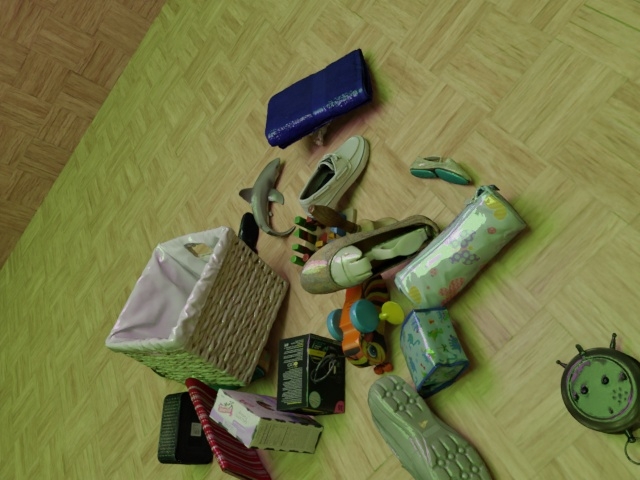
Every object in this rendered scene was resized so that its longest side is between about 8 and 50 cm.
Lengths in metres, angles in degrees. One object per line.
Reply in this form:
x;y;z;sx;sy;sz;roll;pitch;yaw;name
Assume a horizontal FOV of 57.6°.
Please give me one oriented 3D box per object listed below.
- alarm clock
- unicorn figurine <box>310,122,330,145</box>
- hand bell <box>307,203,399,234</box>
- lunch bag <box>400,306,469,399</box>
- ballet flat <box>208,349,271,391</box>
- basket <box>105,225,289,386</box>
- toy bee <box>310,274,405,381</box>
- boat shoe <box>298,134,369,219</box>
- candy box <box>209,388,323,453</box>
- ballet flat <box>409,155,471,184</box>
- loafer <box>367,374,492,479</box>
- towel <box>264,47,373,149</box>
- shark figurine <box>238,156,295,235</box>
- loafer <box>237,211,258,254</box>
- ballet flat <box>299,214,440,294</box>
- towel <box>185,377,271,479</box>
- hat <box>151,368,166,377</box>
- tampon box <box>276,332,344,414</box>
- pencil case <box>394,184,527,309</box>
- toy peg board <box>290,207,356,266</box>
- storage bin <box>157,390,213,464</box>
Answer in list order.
0.451;0.249;0.899;0.129;0.064;0.192;-38;52;28;alarm clock
-0.013;-0.319;1.633;0.162;0.060;0.111;14;88;63;unicorn figurine
0.065;-0.031;1.280;0.126;0.242;0.126;-21;58;38;hand bell
0.209;0.221;1.134;0.151;0.096;0.129;114;149;-47;lunch bag
-0.214;0.346;1.541;0.232;0.080;0.073;-24;29;34;ballet flat
-0.308;0.184;1.490;0.328;0.266;0.331;-12;46;42;basket
0.088;0.206;1.246;0.298;0.162;0.195;-56;22;-21;toy bee
0.035;-0.173;1.450;0.095;0.084;0.258;13;64;39;boat shoe
-0.122;0.407;1.311;0.164;0.196;0.070;17;85;48;candy box
0.265;-0.161;1.275;0.168;0.057;0.052;18;77;48;ballet flat
0.200;0.390;1.074;0.319;0.112;0.112;50;147;40;loafer
-0.004;-0.377;1.576;0.308;0.076;0.228;-22;41;22;towel
-0.178;-0.101;1.660;0.166;0.116;0.278;-33;50;33;shark figurine
-0.222;-0.001;1.698;0.061;0.062;0.170;-22;56;44;loafer
0.107;0.027;1.200;0.316;0.108;0.106;-26;13;-9;ballet flat
-0.224;0.460;1.401;0.031;0.199;0.275;-41;46;1;towel
-0.486;0.252;1.791;0.331;0.134;0.331;-24;54;38;hat
-0.020;0.304;1.309;0.101;0.120;0.161;-20;60;40;tampon box
0.270;0.019;1.137;0.273;0.124;0.113;-50;45;19;pencil case
0.000;0.000;1.455;0.160;0.079;0.161;-14;63;42;toy peg board
-0.355;0.505;1.562;0.084;0.122;0.180;-20;59;39;storage bin
